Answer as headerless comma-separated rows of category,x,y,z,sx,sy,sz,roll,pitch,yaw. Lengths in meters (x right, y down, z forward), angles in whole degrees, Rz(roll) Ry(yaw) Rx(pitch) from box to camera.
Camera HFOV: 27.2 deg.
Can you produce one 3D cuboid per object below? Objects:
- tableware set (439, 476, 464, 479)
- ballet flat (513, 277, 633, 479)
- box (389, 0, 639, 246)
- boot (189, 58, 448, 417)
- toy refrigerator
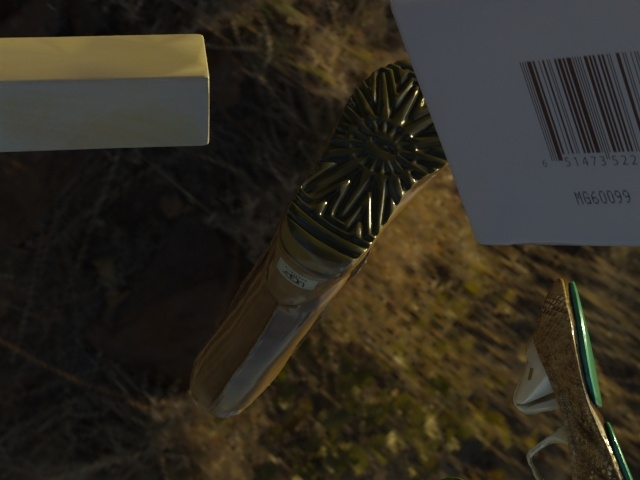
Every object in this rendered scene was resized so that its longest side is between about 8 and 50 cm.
tableware set,0.087,0.268,1.144,0.154,0.104,0.024,-33,132,-20
ballet flat,0.171,0.125,0.919,0.067,0.206,0.073,-18,152,12
box,0.132,-0.076,0.422,0.170,0.130,0.091,-36,114,-34
boot,0.000,0.000,1.052,0.236,0.089,0.269,-46,174,-34
toy refrigerator,-0.256,-0.155,1.414,0.269,0.102,0.094,-2,126,-9
